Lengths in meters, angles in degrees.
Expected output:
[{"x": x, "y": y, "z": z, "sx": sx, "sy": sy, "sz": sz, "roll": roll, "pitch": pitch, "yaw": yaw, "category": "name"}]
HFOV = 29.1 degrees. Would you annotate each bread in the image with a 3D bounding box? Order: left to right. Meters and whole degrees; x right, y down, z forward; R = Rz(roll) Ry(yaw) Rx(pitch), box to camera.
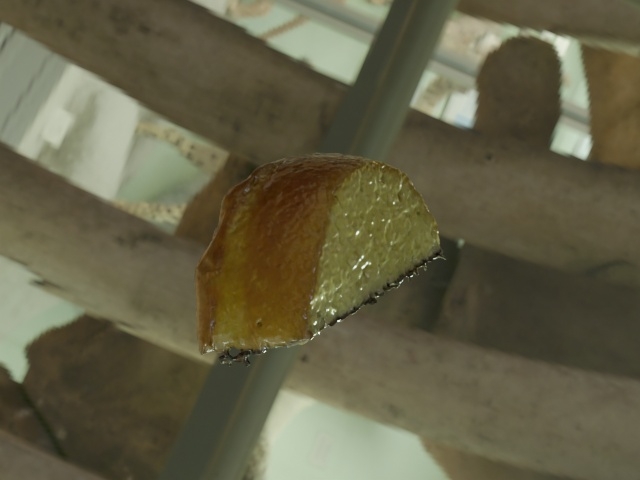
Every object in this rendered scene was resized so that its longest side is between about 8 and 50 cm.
[{"x": -0.005, "y": -0.007, "z": 1.027, "sx": 0.260, "sy": 0.129, "sz": 0.134, "roll": -33, "pitch": 111, "yaw": -50, "category": "bread"}]
